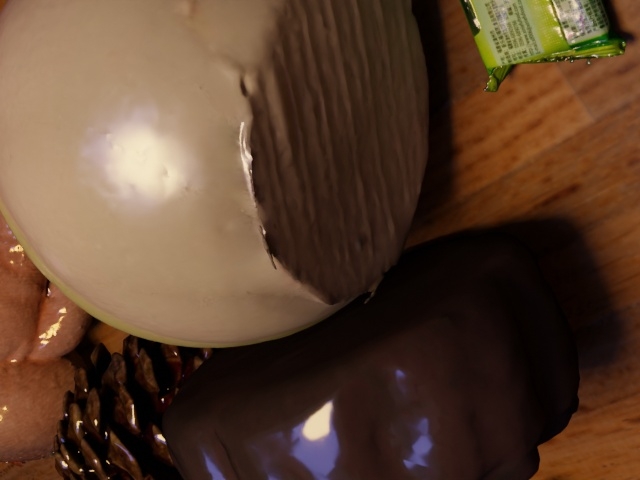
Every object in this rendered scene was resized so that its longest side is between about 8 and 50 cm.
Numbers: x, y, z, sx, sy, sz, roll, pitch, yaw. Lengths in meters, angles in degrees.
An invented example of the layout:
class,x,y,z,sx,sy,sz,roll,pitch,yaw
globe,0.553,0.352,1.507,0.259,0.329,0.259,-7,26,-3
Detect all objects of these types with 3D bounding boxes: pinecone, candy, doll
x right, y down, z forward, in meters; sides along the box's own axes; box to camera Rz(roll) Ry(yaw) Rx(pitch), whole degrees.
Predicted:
class,x,y,z,sx,sy,sz,roll,pitch,yaw
pinecone,-0.130,0.152,1.033,0.184,0.179,0.204,37,89,39
candy,0.120,-0.188,0.752,0.102,0.032,0.178,-15,104,37
doll,-0.306,0.065,1.150,0.201,0.156,0.303,-2,96,-5

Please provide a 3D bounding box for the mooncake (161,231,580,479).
class,x,y,z,sx,sy,sz,roll,pitch,yaw
mooncake,0.039,0.110,0.816,0.283,0.283,0.141,-20,99,41

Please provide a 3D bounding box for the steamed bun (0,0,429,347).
class,x,y,z,sx,sy,sz,roll,pitch,yaw
steamed bun,-0.099,-0.081,0.791,0.309,0.309,0.309,17,124,27
